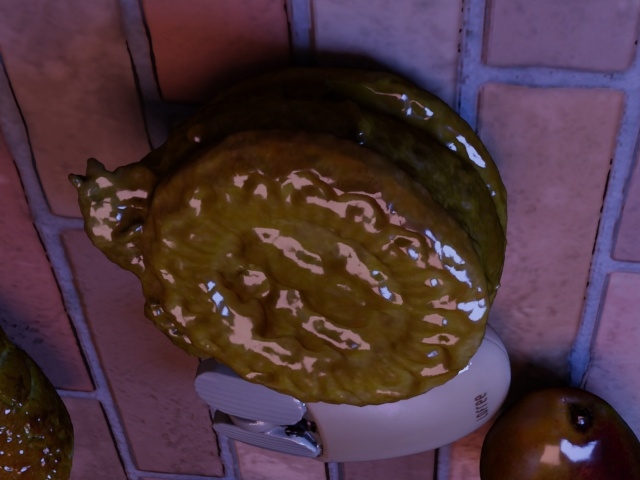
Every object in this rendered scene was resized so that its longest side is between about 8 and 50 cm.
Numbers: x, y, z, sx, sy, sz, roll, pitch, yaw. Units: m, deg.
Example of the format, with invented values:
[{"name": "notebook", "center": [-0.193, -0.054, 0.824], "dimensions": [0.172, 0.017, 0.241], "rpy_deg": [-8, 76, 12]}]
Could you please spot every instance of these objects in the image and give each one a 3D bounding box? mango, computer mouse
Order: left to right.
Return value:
[{"name": "computer mouse", "center": [0.027, 0.114, 0.990], "dimensions": [0.237, 0.082, 0.145], "rpy_deg": [-4, 145, 4]}, {"name": "mango", "center": [0.204, 0.201, 1.061], "dimensions": [0.133, 0.111, 0.267], "rpy_deg": [-21, 135, 11]}]

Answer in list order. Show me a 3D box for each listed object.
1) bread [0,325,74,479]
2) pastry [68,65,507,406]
[{"name": "bread", "center": [-0.278, 0.131, 1.061], "dimensions": [0.103, 0.132, 0.172], "rpy_deg": [-25, 135, 5]}, {"name": "pastry", "center": [0.000, 0.000, 0.822], "dimensions": [0.235, 0.132, 0.240], "rpy_deg": [-7, 129, 27]}]
